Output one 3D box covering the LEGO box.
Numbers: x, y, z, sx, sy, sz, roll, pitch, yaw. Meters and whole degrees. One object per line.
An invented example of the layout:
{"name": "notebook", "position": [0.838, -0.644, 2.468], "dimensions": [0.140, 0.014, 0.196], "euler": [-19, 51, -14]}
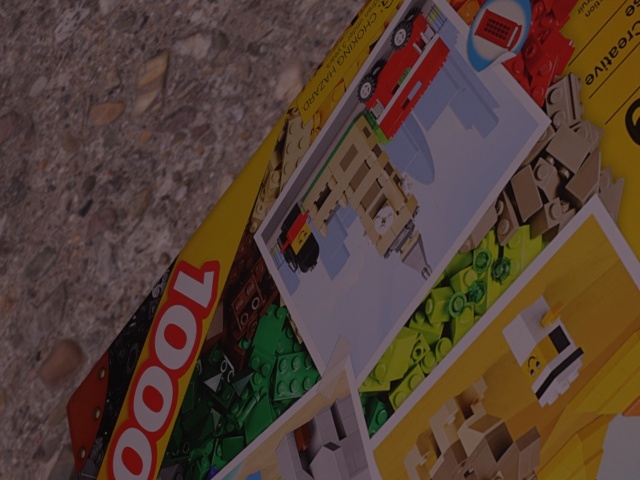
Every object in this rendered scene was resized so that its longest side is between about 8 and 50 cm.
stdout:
{"name": "LEGO box", "position": [0.093, 0.085, 0.658], "dimensions": [0.500, 0.193, 0.373], "euler": [-51, 39, 29]}
